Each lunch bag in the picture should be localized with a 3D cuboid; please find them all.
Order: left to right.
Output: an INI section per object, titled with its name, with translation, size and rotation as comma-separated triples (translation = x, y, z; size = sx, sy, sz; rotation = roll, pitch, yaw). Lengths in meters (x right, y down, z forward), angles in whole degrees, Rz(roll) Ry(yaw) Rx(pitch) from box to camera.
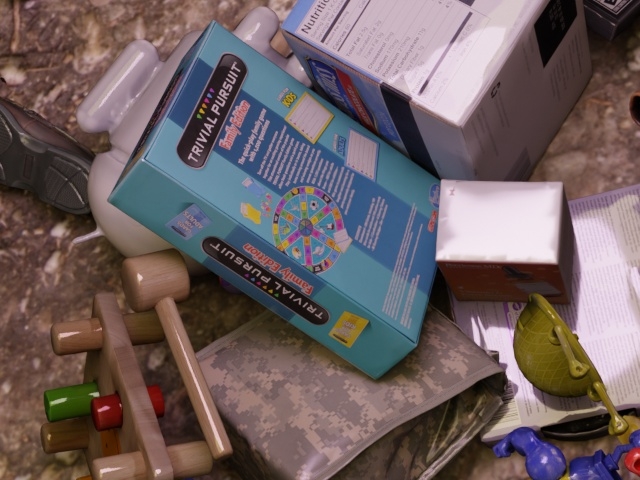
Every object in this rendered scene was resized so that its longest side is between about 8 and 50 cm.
[lunch bag]
translation = 0.034, 0.165, 1.695
size = 0.287, 0.169, 0.235
rotation = -33, 52, -19

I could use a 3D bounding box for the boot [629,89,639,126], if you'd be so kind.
[boot]
translation = 0.507, -0.136, 1.655
size = 0.264, 0.096, 0.280
rotation = 39, 45, 20

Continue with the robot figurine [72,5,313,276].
[robot figurine]
translation = -0.135, -0.103, 1.819
size = 0.300, 0.200, 0.353
rotation = 37, 84, -5

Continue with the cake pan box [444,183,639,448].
[cake pan box]
translation = 0.276, 0.089, 1.743
size = 0.246, 0.070, 0.267
rotation = -15, 72, 10

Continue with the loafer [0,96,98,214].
[loafer]
translation = -0.360, -0.111, 1.949
size = 0.267, 0.084, 0.096
rotation = 31, 114, 22

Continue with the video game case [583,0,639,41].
[video game case]
translation = 0.319, -0.375, 1.820
size = 0.248, 0.035, 0.275
rotation = 37, 59, 19

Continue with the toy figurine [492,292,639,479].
[toy figurine]
translation = 0.246, 0.263, 1.597
size = 0.217, 0.191, 0.362
rotation = -35, 97, 10

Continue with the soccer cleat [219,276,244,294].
[soccer cleat]
translation = 0.000, 0.000, 1.776
size = 0.248, 0.083, 0.095
rotation = -26, 41, -26

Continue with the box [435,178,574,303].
[box]
translation = 0.200, 0.004, 1.659
size = 0.130, 0.170, 0.091
rotation = 2, 74, 14

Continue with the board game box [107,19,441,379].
[board game box]
translation = -0.029, -0.046, 1.630
size = 0.336, 0.079, 0.254
rotation = 34, 41, -13

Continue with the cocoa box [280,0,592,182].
[cocoa box]
translation = 0.139, -0.208, 1.708
size = 0.228, 0.347, 0.231
rotation = 31, 83, 19

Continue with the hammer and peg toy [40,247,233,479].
[hammer and peg toy]
translation = -0.207, 0.196, 1.652
size = 0.127, 0.361, 0.266
rotation = -7, 50, -21
